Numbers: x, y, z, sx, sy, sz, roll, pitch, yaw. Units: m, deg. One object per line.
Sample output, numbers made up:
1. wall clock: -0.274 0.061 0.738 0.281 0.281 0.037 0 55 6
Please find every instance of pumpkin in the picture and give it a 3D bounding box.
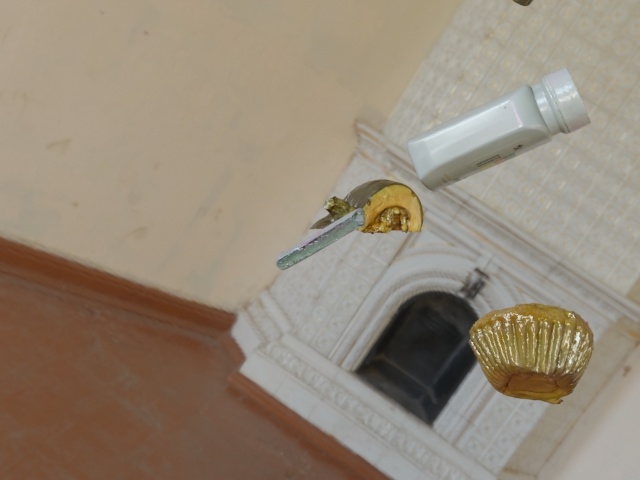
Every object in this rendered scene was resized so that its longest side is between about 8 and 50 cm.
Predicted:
1. pumpkin: 0.106 -0.079 1.709 0.247 0.126 0.131 -2 9 -24

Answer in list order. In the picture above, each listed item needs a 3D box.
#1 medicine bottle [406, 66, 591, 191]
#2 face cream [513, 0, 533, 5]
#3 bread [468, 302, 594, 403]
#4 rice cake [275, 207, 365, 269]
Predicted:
1. medicine bottle: 0.307 -0.188 1.292 0.111 0.296 0.161 68 19 8
2. face cream: 0.581 -0.731 1.806 0.084 0.341 0.137 36 44 0
3. bread: 0.450 0.241 1.587 0.274 0.274 0.149 26 55 -28
4. rice cake: 0.000 -0.001 1.441 0.033 0.207 0.033 52 21 -21
